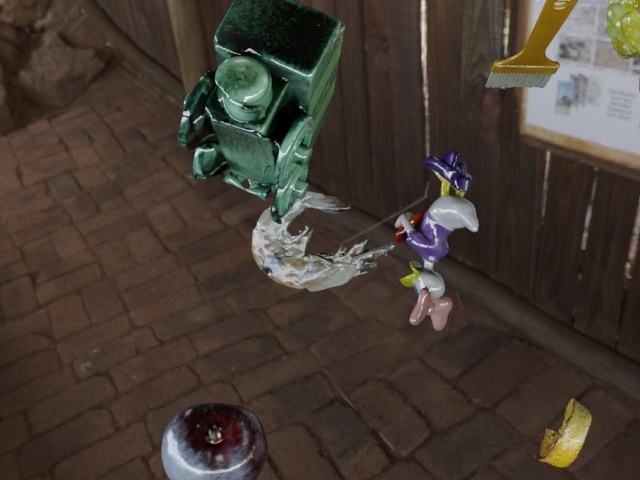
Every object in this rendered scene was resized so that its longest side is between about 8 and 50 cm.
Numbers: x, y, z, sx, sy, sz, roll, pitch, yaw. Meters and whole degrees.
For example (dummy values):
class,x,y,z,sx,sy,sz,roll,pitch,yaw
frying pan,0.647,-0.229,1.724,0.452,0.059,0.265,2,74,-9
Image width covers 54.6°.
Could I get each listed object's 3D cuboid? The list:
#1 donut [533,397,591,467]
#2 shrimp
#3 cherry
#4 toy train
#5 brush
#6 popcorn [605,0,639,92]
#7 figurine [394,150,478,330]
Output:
class,x,y,z,sx,sy,sz,roll,pitch,yaw
donut,0.583,0.472,1.479,0.078,0.181,0.146,31,36,14
shrimp,0.000,0.000,1.475,0.360,0.247,0.085,0,8,18
cherry,-0.259,0.519,1.526,0.254,0.296,0.218,-3,43,-11
toy train,-0.065,-0.169,0.808,0.166,0.299,0.238,24,75,2
brush,0.319,-0.289,0.908,0.103,0.013,0.272,1,-13,3
popcorn,0.493,-0.300,0.869,0.197,0.213,0.198,-12,37,9
figurine,0.286,-0.002,1.504,0.154,0.421,0.193,17,2,-46
